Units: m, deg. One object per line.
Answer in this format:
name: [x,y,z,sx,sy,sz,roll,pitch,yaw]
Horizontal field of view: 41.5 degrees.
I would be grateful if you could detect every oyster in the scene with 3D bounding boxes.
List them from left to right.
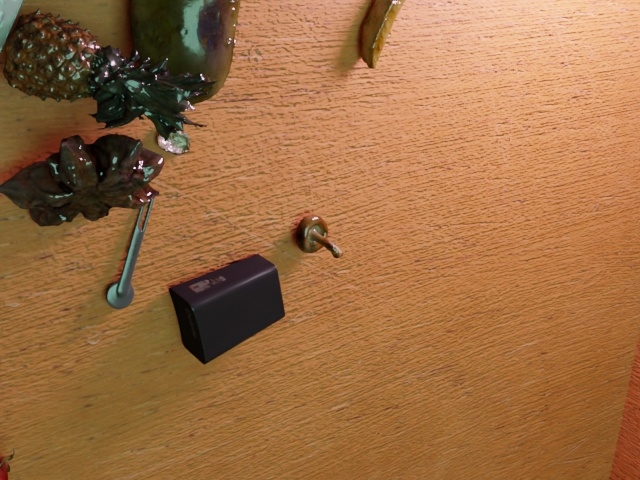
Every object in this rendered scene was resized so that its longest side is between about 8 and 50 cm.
oyster: [-0.302,-0.205,1.740,0.083,0.019,0.054,30,89,-37]

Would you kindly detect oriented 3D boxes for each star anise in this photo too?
star anise: [-0.434,-0.113,1.556,0.315,0.315,0.108,-7,74,-33]

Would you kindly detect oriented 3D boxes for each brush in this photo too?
brush: [-0.393,0.017,1.771,0.062,0.027,0.266,14,97,-38]

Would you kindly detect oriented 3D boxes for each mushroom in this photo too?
mushroom: [-0.005,0.002,1.994,0.129,0.073,0.088,44,64,-5]

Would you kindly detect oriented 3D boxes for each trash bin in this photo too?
trash bin: [-0.203,0.147,1.899,0.226,0.115,0.165,-25,122,-27]

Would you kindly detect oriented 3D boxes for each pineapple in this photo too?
pineapple: [-0.366,-0.274,1.484,0.365,0.165,0.165,22,97,-5]

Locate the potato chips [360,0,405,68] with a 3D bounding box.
potato chips: [0.194,-0.581,1.902,0.407,0.057,0.080,-58,143,-1]

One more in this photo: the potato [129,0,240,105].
potato: [-0.253,-0.405,1.591,0.210,0.173,0.307,-9,112,-34]

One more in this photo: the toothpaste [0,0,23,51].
toothpaste: [-0.529,-0.462,1.428,0.071,0.089,0.312,22,96,-44]

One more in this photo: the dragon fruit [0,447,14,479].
dragon fruit: [-0.686,0.465,1.691,0.137,0.135,0.235,3,90,-30]
